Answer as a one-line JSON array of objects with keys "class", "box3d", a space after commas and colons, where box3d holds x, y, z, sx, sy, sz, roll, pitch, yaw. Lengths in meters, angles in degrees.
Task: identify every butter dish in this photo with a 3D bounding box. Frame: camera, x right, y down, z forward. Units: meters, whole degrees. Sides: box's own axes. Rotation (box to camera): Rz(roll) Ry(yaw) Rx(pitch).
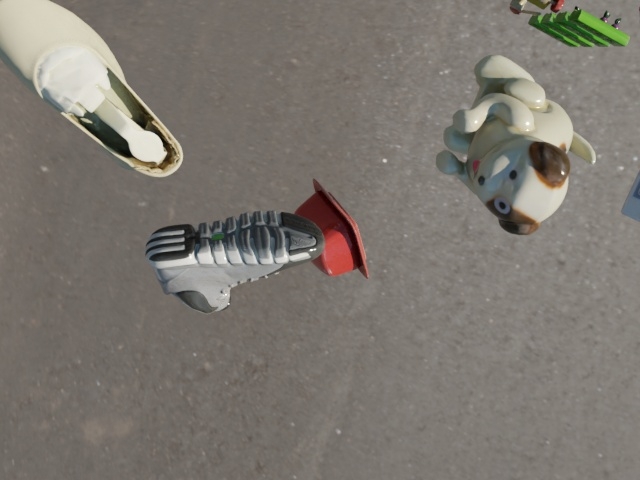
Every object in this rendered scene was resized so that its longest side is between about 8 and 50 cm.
[{"class": "butter dish", "box3d": [0.000, 0.000, 1.419, 0.118, 0.160, 0.160, -30, 140, -9]}]

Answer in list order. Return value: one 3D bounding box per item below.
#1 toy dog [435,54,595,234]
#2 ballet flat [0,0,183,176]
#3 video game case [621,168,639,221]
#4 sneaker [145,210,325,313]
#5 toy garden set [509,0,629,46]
[{"class": "toy dog", "box3d": [0.468, -0.190, 1.890, 0.395, 0.408, 0.284, 27, 125, -8]}, {"class": "ballet flat", "box3d": [-0.217, -0.138, 0.772, 0.086, 0.086, 0.248, -50, 144, -6]}, {"class": "video game case", "box3d": [0.426, -0.071, 0.790, 0.023, 0.183, 0.201, -37, 147, -45]}, {"class": "sneaker", "box3d": [-0.106, 0.036, 1.039, 0.228, 0.086, 0.132, -3, 134, 1]}, {"class": "toy garden set", "box3d": [0.458, -0.440, 1.515, 0.203, 0.244, 0.049, 24, 100, -12]}]
